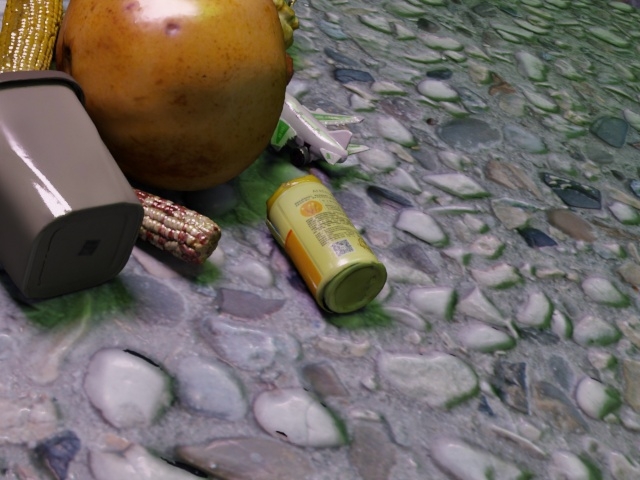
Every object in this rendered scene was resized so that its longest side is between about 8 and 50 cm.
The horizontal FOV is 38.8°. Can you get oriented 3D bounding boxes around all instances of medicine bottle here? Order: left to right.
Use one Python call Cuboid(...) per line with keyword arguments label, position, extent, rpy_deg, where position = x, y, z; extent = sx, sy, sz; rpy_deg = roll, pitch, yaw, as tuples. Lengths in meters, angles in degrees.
Cuboid(label="medicine bottle", position=(0.000, 0.000, 1.448), extent=(0.124, 0.124, 0.239), rpy_deg=(-4, 41, -32))

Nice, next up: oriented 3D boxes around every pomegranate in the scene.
Cuboid(label="pomegranate", position=(-0.230, -0.284, 1.492), extent=(0.417, 0.416, 0.416), rpy_deg=(14, 35, -10))

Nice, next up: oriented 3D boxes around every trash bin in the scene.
Cuboid(label="trash bin", position=(-0.383, -0.072, 1.260), extent=(0.220, 0.219, 0.250), rpy_deg=(-17, 56, -41))

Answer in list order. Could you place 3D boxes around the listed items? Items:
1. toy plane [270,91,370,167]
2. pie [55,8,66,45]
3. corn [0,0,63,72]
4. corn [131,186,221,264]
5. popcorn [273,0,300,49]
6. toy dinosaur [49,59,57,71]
Cuboid(label="toy plane", position=(-0.039, -0.213, 1.731), extent=(0.255, 0.101, 0.251), rpy_deg=(35, 36, 25))
Cuboid(label="pie", position=(-0.467, -0.380, 1.699), extent=(0.241, 0.054, 0.240), rpy_deg=(20, -4, 2))
Cuboid(label="corn", position=(-0.475, -0.334, 1.476), extent=(0.097, 0.097, 0.319), rpy_deg=(10, 48, -16))
Cuboid(label="corn", position=(-0.260, -0.034, 1.382), extent=(0.237, 0.079, 0.079), rpy_deg=(23, 33, 16))
Cuboid(label="popcorn", position=(-0.157, -0.483, 1.970), extent=(0.221, 0.183, 0.204), rpy_deg=(27, 20, 32))
Cuboid(label="toy dinosaur", position=(-0.490, -0.220, 1.533), extent=(0.300, 0.087, 0.447), rpy_deg=(63, 25, 5))
